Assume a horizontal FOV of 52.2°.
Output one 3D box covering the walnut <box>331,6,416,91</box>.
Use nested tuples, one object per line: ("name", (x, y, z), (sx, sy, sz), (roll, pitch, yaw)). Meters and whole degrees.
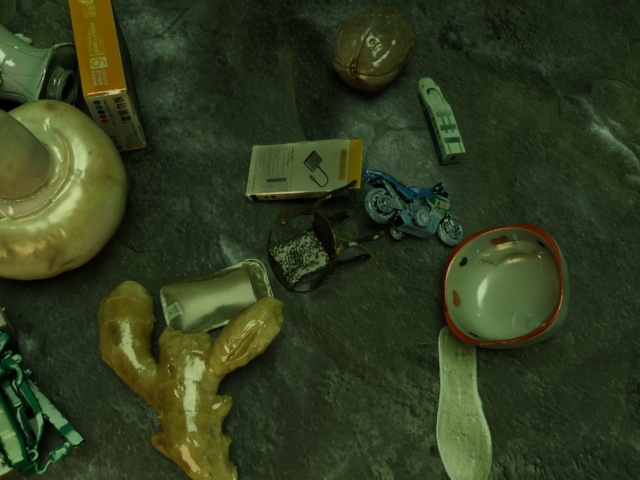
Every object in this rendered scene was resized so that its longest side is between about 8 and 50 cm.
("walnut", (0.126, -0.444, 1.488), (0.178, 0.178, 0.230), (35, 63, 10))

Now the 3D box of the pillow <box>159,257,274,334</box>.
("pillow", (-0.202, 0.117, 1.284), (0.217, 0.033, 0.130), (-16, 74, -9))

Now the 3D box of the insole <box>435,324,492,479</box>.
("insole", (0.272, 0.316, 1.256), (0.109, 0.007, 0.322), (3, 67, -4))

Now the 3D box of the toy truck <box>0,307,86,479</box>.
("toy truck", (-0.576, 0.256, 1.129), (0.178, 0.176, 0.363), (-31, 73, -26))

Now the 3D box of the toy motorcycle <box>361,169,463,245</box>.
("toy motorcycle", (0.196, -0.075, 1.357), (0.254, 0.092, 0.136), (16, 63, -25))

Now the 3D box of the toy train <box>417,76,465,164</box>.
("toy train", (0.271, -0.286, 1.489), (0.052, 0.051, 0.234), (-7, 68, -12))

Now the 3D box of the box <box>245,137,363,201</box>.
("box", (-0.032, -0.149, 1.375), (0.247, 0.033, 0.129), (-1, 64, 14))

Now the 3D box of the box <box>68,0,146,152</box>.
("box", (-0.445, -0.352, 1.366), (0.091, 0.221, 0.274), (-13, 71, -9))

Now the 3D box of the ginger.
("ginger", (-0.263, 0.252, 1.173), (0.362, 0.122, 0.348), (8, 75, 7))

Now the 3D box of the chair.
("chair", (0.000, 0.000, 1.298), (0.213, 0.149, 0.174), (-25, 72, -10))

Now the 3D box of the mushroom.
("mushroom", (-0.551, -0.120, 1.226), (0.353, 0.353, 0.325), (10, 39, -1))

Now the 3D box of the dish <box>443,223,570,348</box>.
("dish", (0.368, 0.100, 1.263), (0.256, 0.117, 0.256), (-19, 57, 31))

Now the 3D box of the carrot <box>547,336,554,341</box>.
("carrot", (0.462, 0.129, 1.338), (0.035, 0.036, 0.165), (9, 64, -1))

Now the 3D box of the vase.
("vase", (-0.730, -0.388, 1.358), (0.445, 0.250, 0.250), (19, 67, 0))
